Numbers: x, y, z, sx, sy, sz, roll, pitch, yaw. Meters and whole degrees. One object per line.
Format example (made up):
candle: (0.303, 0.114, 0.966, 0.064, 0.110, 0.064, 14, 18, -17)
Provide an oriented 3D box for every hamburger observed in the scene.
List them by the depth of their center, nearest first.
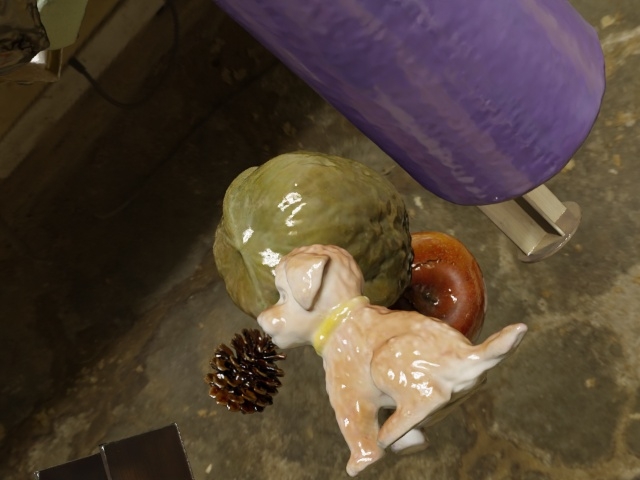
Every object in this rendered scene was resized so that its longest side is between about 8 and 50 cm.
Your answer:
hamburger: (-0.344, -0.298, 1.043, 0.054, 0.084, 0.121, 51, 128, 12)

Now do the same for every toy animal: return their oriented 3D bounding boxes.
toy animal: (0.049, 0.056, 0.639, 0.184, 0.104, 0.185, -49, 59, 31)

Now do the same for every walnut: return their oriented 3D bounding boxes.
walnut: (0.000, 0.000, 1.062, 0.283, 0.283, 0.227, 36, 124, -1)

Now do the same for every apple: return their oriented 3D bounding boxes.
apple: (0.150, 0.097, 1.246, 0.210, 0.173, 0.235, 12, 80, -3)

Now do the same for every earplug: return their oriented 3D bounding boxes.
earplug: (0.037, -0.204, 0.630, 0.215, 0.456, 0.215, -18, 59, 34)

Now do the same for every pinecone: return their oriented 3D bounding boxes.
pinecone: (-0.141, 0.253, 1.657, 0.163, 0.163, 0.165, 32, 104, 0)

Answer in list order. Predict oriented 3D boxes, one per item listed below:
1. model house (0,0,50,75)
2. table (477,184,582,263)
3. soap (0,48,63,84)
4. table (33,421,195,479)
model house: (-0.417, -0.291, 0.654, 0.317, 0.297, 0.282, -26, 68, -36)
table: (0.399, -0.086, 1.690, 0.226, 0.167, 0.167, 41, 94, -16)
soap: (-0.432, -0.338, 1.155, 0.140, 0.073, 0.232, 0, 75, 2)
table: (-0.370, 0.524, 1.540, 0.250, 0.196, 0.282, -27, 76, 38)
